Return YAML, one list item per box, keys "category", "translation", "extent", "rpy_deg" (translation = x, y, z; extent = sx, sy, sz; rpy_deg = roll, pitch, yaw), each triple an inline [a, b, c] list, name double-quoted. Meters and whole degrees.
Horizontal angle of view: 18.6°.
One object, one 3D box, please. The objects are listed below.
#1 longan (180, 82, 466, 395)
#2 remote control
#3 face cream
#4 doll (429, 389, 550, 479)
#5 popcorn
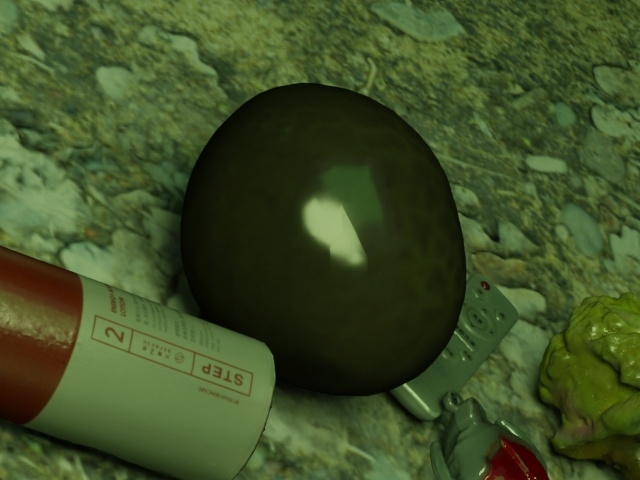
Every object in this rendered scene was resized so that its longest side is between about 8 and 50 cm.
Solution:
- category: "longan"
  translation: [0.000, 0.000, 1.270]
  extent: [0.198, 0.198, 0.212]
  rpy_deg: [-1, 72, -42]
- category: "remote control"
  translation: [0.094, 0.077, 1.411]
  extent: [0.050, 0.027, 0.184]
  rpy_deg: [47, 33, 1]
- category: "face cream"
  translation: [-0.141, 0.070, 1.147]
  extent: [0.214, 0.096, 0.096]
  rpy_deg: [22, 43, -25]
- category: "doll"
  translation: [0.131, 0.188, 1.315]
  extent: [0.104, 0.062, 0.195]
  rpy_deg: [-20, 77, -31]
- category: "popcorn"
  translation: [0.227, 0.110, 1.420]
  extent: [0.145, 0.125, 0.126]
  rpy_deg: [57, 41, -24]
